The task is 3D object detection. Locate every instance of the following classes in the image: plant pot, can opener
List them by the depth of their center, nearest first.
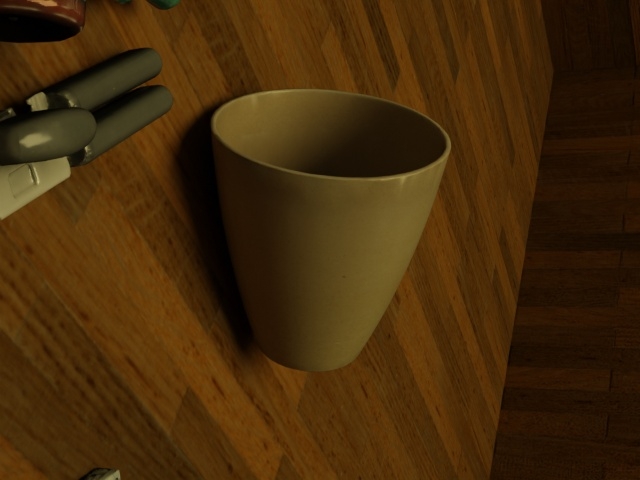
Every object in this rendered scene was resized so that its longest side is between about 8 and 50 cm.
[{"bbox_3d":[-0.195,-0.097,0.813,0.280,0.093,0.074,-55,137,-61],"label":"can opener"},{"bbox_3d":[0.000,0.000,1.100,0.256,0.256,0.274,-50,150,-57],"label":"plant pot"}]

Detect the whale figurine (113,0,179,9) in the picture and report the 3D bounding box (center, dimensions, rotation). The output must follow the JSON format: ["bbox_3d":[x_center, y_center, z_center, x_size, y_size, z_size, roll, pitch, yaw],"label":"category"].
[{"bbox_3d":[-0.144,-0.348,0.865,0.216,0.141,0.272,-15,104,-66],"label":"whale figurine"}]

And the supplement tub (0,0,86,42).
[{"bbox_3d":[-0.225,-0.253,0.718,0.106,0.106,0.198,4,85,-67],"label":"supplement tub"}]

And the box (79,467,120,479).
[{"bbox_3d":[-0.202,0.280,0.847,0.094,0.027,0.137,-28,115,-66],"label":"box"}]
